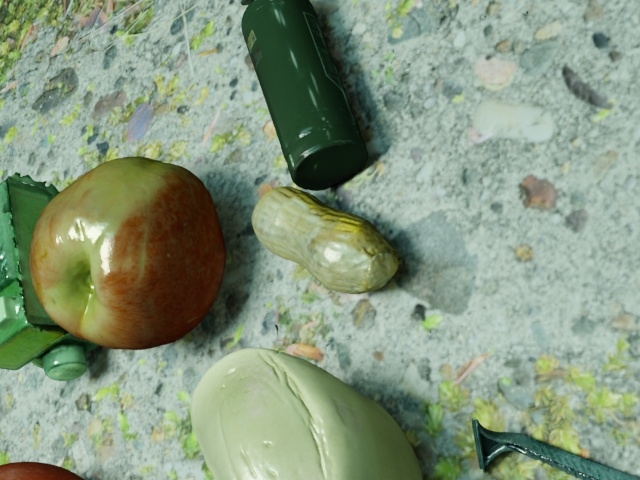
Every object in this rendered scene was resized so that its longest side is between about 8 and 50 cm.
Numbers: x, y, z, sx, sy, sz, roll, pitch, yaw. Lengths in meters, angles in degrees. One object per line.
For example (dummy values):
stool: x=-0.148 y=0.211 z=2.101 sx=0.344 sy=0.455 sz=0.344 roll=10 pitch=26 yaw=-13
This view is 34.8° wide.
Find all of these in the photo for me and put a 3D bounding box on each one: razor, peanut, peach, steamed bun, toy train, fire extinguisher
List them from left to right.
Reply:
toy train: x=-0.379 y=0.052 z=1.363 sx=0.159 sy=0.188 sz=0.271 roll=-32 pitch=60 yaw=29
peach: x=-0.223 y=0.005 z=1.244 sx=0.232 sy=0.256 sz=0.232 roll=11 pitch=119 yaw=20
fire extinguisher: x=-0.034 y=-0.205 z=1.229 sx=0.114 sy=0.095 sz=0.311 roll=-52 pitch=47 yaw=47
steamed bun: x=-0.007 y=0.213 z=1.005 sx=0.155 sy=0.200 sz=0.250 roll=-45 pitch=46 yaw=2
peanut: x=0.000 y=0.000 z=1.140 sx=0.207 sy=0.087 sz=0.087 roll=28 pitch=94 yaw=41
razor: x=0.228 y=0.204 z=0.929 sx=0.190 sy=0.033 sz=0.066 roll=11 pitch=128 yaw=38

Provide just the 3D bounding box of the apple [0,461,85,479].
apple: x=-0.368 y=0.401 z=1.228 sx=0.260 sy=0.216 sz=0.260 roll=-15 pitch=67 yaw=39
